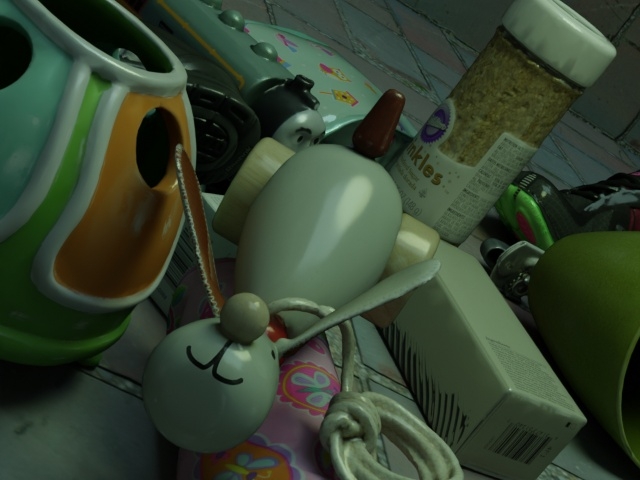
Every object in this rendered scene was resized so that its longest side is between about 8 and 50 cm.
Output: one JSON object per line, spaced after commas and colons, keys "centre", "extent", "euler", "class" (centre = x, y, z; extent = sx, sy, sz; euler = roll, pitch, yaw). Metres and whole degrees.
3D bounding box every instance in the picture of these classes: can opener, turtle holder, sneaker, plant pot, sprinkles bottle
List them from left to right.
{"centre": [-0.219, -0.076, 0.826], "extent": [0.243, 0.227, 0.320], "euler": [16, 28, -43], "class": "turtle holder"}
{"centre": [-0.186, -0.143, 0.984], "extent": [0.286, 0.109, 0.130], "euler": [27, 25, -25], "class": "sneaker"}
{"centre": [0.165, -0.100, 1.332], "extent": [0.121, 0.355, 0.121], "euler": [32, 20, -13], "class": "sprinkles bottle"}
{"centre": [0.336, 0.067, 1.661], "extent": [0.283, 0.076, 0.095], "euler": [26, 22, -29], "class": "can opener"}
{"centre": [0.434, -0.042, 1.883], "extent": [0.483, 0.202, 0.185], "euler": [14, 28, -47], "class": "sneaker"}
{"centre": [0.380, 0.098, 1.439], "extent": [0.275, 0.275, 0.293], "euler": [25, 7, -28], "class": "plant pot"}

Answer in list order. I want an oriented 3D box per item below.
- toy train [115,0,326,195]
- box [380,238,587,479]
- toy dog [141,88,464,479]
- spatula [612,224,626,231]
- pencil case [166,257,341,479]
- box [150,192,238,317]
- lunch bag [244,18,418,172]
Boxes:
{"centre": [-0.137, -0.150, 1.191], "extent": [0.334, 0.190, 0.142], "euler": [46, 22, 26], "class": "toy train"}
{"centre": [0.142, 0.107, 1.213], "extent": [0.113, 0.094, 0.275], "euler": [25, 22, -30], "class": "box"}
{"centre": [0.000, 0.000, 0.781], "extent": [0.220, 0.161, 0.334], "euler": [19, 25, -15], "class": "toy dog"}
{"centre": [0.421, 0.109, 1.622], "extent": [0.084, 0.030, 0.296], "euler": [22, 55, -37], "class": "spatula"}
{"centre": [-0.042, 0.126, 0.835], "extent": [0.124, 0.124, 0.284], "euler": [27, 20, -24], "class": "pencil case"}
{"centre": [-0.073, 0.031, 1.016], "extent": [0.102, 0.101, 0.087], "euler": [48, 22, 27], "class": "box"}
{"centre": [-0.026, -0.142, 1.414], "extent": [0.223, 0.160, 0.262], "euler": [46, 16, 25], "class": "lunch bag"}
